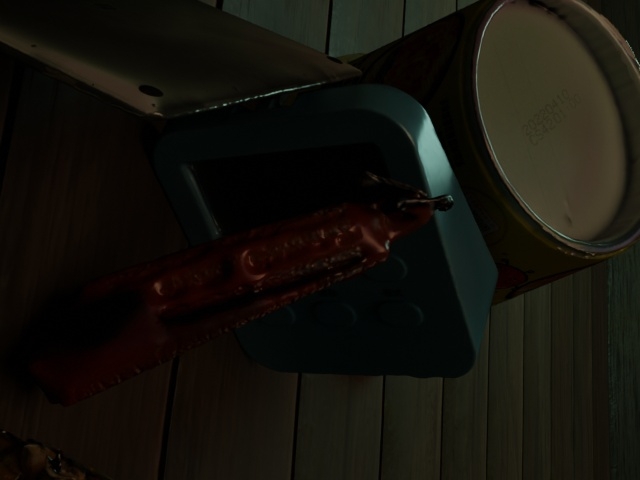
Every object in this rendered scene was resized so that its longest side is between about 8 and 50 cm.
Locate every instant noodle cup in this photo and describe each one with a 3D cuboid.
[{"bbox_3d":[0.150,-0.078,0.817,0.326,0.254,0.325,10,72,-32],"label":"instant noodle cup"}]

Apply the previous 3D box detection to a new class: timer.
[{"bbox_3d":[0.000,0.000,0.678,0.250,0.232,0.091,59,41,-37],"label":"timer"}]

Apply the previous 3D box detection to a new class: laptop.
[{"bbox_3d":[-0.103,-0.134,0.571,0.269,0.188,0.015,-29,142,-59],"label":"laptop"}]

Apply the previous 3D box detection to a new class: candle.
[{"bbox_3d":[-0.050,0.026,0.558,0.059,0.302,0.084,78,-9,-58],"label":"candle"}]

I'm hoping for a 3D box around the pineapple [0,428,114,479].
[{"bbox_3d":[-0.145,0.201,0.467,0.176,0.162,0.136,52,54,-43],"label":"pineapple"}]
